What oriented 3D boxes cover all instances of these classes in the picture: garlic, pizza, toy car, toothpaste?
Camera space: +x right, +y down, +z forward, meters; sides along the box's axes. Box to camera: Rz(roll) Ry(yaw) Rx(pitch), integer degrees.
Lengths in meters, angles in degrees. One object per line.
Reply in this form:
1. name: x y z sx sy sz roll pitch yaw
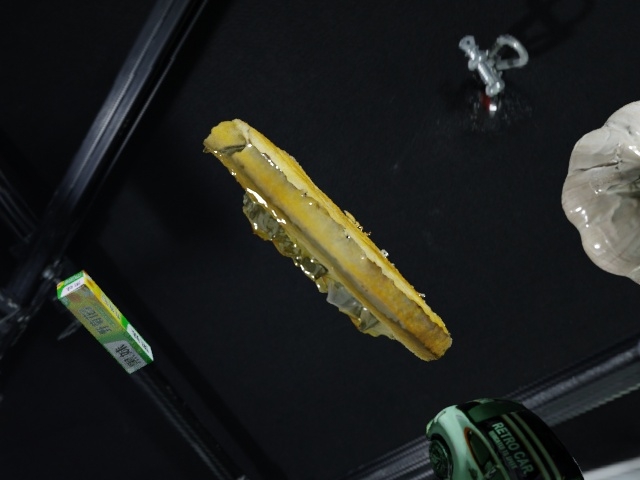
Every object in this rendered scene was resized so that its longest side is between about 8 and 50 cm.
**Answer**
1. garlic: 0.400 -0.060 0.773 0.227 0.152 0.228 0 -98 2
2. pizza: 0.000 0.000 0.703 0.089 0.223 0.323 -44 -77 4
3. toy car: 0.243 0.297 0.767 0.136 0.306 0.125 -5 -54 -19
4. toothpaste: -0.299 0.117 0.919 0.043 0.037 0.178 -30 -51 -4
